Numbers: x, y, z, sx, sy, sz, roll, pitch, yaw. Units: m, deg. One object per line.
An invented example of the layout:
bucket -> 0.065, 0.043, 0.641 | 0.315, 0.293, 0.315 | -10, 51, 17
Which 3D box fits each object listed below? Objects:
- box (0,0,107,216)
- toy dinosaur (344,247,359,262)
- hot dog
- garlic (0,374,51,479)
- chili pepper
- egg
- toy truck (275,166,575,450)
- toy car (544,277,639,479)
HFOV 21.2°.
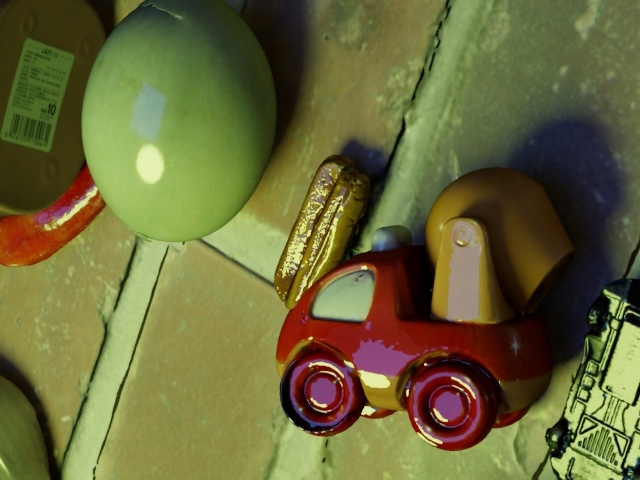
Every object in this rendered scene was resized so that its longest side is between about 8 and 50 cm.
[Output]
box -> -0.369, -0.160, 1.742 | 0.216, 0.301, 0.301 | 17, 106, 27
toy dinosaur -> 0.044, 0.034, 1.641 | 0.083, 0.021, 0.062 | -17, 74, 36
hot dog -> 0.000, 0.000, 1.641 | 0.071, 0.045, 0.165 | 47, 122, 47
garlic -> -0.424, 0.270, 1.934 | 0.325, 0.132, 0.279 | 30, 104, 22
chili pepper -> -0.289, -0.028, 1.837 | 0.272, 0.063, 0.071 | -35, 76, 30
egg -> -0.135, -0.119, 1.640 | 0.186, 0.186, 0.253 | 20, 109, 31
toy truck -> 0.092, 0.054, 1.510 | 0.264, 0.189, 0.239 | 2, 93, 21
toy car -> 0.266, 0.134, 1.477 | 0.103, 0.063, 0.216 | 28, 117, 29
